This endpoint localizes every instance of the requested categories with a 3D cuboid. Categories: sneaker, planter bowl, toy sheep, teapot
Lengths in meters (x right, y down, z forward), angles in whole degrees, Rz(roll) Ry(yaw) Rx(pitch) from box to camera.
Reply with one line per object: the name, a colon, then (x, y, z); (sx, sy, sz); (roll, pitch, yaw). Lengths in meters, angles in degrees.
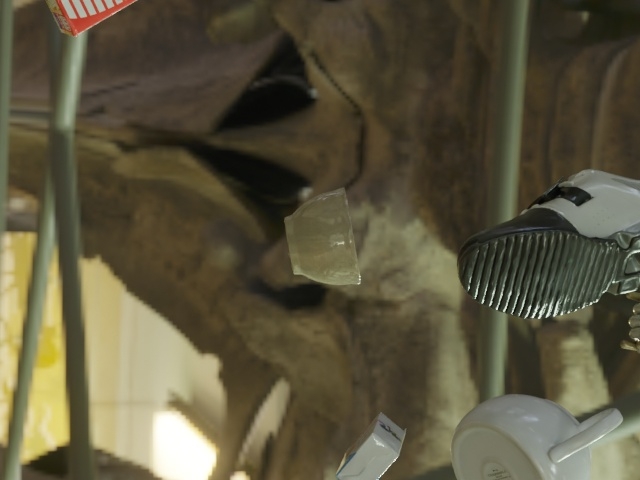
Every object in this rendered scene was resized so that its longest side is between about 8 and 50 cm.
sneaker: (0.278, -0.008, 1.512); (0.146, 0.330, 0.122); (57, -36, 44)
planter bowl: (0.000, 0.000, 2.221); (0.162, 0.109, 0.162); (-9, 90, -89)
toy sheep: (0.403, 0.104, 1.599); (0.091, 0.091, 0.132); (179, -78, -71)
teapot: (0.354, 0.347, 2.219); (0.256, 0.187, 0.252); (28, -47, 39)

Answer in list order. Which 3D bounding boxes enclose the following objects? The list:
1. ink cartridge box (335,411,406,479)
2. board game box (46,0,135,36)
ink cartridge box: (0.090, 0.366, 2.353); (0.104, 0.061, 0.181); (-50, 178, 10)
board game box: (-0.248, -0.335, 1.425); (0.045, 0.147, 0.193); (25, -35, 54)
